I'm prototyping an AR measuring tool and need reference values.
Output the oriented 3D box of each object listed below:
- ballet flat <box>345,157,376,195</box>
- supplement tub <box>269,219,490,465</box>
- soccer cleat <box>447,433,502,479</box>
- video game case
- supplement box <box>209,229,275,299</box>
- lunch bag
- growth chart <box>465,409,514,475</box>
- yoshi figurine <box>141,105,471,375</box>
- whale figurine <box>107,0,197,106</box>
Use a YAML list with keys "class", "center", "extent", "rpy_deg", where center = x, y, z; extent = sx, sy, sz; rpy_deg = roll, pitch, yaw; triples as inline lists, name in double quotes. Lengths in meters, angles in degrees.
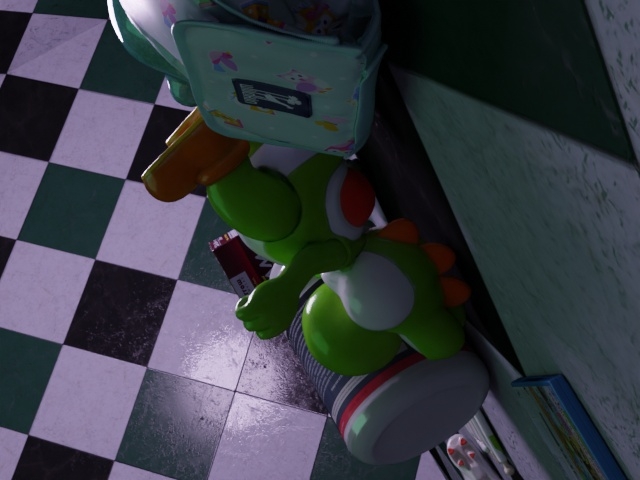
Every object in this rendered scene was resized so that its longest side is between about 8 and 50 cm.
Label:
- class: "ballet flat"
  center: [0.042, -0.063, 1.132]
  extent: [0.070, 0.070, 0.188]
  rpy_deg: [60, 178, 1]
- class: "supplement tub"
  center: [0.066, 0.121, 1.087]
  extent: [0.272, 0.191, 0.191]
  rpy_deg: [58, 175, 35]
- class: "soccer cleat"
  center: [0.283, 0.418, 1.482]
  extent: [0.196, 0.068, 0.076]
  rpy_deg: [60, -169, 22]
- class: "video game case"
  center: [0.222, 0.176, 0.779]
  extent: [0.119, 0.015, 0.166]
  rpy_deg: [61, 177, 9]
- class: "supplement box"
  center: [-0.062, 0.006, 1.545]
  extent: [0.130, 0.239, 0.073]
  rpy_deg: [61, 175, -15]
- class: "lunch bag"
  center: [-0.054, -0.187, 0.674]
  extent: [0.262, 0.160, 0.223]
  rpy_deg: [48, 170, 11]
- class: "growth chart"
  center: [0.218, 0.252, 1.352]
  extent: [0.172, 0.021, 0.237]
  rpy_deg: [62, 176, -10]
- class: "yoshi figurine"
  center: [-0.019, 0.021, 0.886]
  extent: [0.362, 0.203, 0.203]
  rpy_deg: [40, 162, -14]
- class: "whale figurine"
  center: [-0.111, -0.213, 0.900]
  extent: [0.272, 0.216, 0.141]
  rpy_deg: [49, -143, 8]
